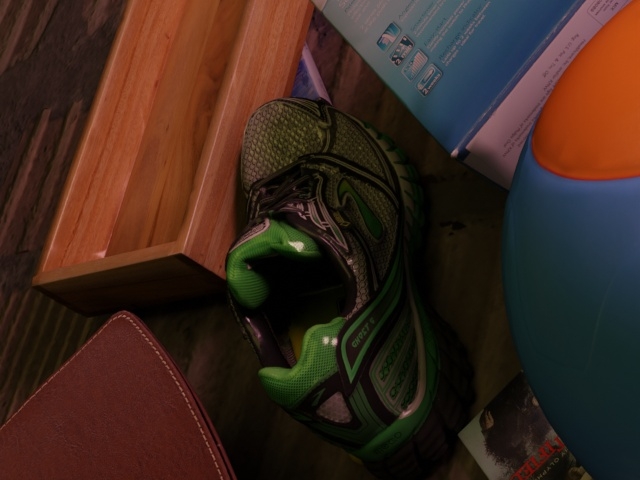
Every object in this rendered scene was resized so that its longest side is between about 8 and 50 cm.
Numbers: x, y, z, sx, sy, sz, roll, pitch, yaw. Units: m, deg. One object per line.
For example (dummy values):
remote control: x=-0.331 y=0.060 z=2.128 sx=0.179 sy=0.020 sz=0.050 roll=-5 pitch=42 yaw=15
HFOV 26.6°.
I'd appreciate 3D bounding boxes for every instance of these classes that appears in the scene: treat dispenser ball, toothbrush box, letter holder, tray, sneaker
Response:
treat dispenser ball: x=0.225 y=0.007 z=0.599 sx=0.288 sy=0.288 sz=0.288 roll=-27 pitch=45 yaw=31
toothbrush box: x=0.130 y=-0.168 z=0.841 sx=0.216 sy=0.126 sz=0.295 roll=-52 pitch=34 yaw=12
letter holder: x=-0.106 y=0.217 z=0.908 sx=0.214 sy=0.152 sz=0.302 roll=-46 pitch=38 yaw=7
tray: x=-0.112 y=-0.139 z=1.210 sx=0.202 sy=0.076 sz=0.411 roll=-12 pitch=56 yaw=42
sneaker: x=0.000 y=0.000 z=0.961 sx=0.134 sy=0.146 sz=0.344 roll=-40 pitch=39 yaw=18

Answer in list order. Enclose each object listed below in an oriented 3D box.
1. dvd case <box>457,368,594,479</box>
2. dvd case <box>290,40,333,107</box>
dvd case: x=0.141 y=0.127 z=0.823 sx=0.087 sy=0.013 sz=0.119 roll=-47 pitch=39 yaw=10
dvd case: x=-0.086 y=-0.140 z=1.261 sx=0.180 sy=0.022 sz=0.253 roll=-41 pitch=40 yaw=19
